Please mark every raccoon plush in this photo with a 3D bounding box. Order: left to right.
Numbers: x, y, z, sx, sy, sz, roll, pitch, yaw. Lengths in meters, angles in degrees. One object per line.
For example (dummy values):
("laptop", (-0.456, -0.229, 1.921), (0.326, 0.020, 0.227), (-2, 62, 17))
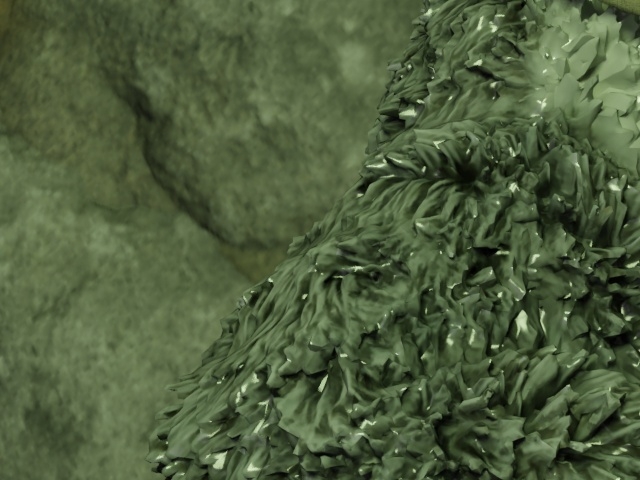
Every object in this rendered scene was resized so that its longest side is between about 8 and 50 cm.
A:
("raccoon plush", (0.000, 0.000, 0.541), (0.216, 0.446, 0.299), (-36, 63, 49))

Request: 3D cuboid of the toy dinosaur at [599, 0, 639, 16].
("toy dinosaur", (0.182, -0.061, 0.477), (0.268, 0.064, 0.118), (4, 99, 38))
